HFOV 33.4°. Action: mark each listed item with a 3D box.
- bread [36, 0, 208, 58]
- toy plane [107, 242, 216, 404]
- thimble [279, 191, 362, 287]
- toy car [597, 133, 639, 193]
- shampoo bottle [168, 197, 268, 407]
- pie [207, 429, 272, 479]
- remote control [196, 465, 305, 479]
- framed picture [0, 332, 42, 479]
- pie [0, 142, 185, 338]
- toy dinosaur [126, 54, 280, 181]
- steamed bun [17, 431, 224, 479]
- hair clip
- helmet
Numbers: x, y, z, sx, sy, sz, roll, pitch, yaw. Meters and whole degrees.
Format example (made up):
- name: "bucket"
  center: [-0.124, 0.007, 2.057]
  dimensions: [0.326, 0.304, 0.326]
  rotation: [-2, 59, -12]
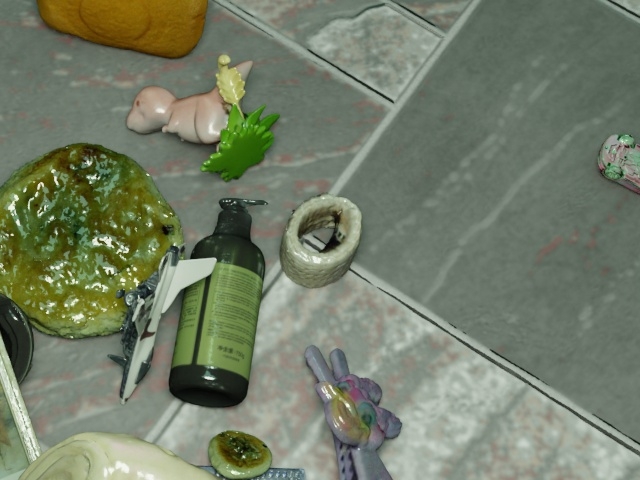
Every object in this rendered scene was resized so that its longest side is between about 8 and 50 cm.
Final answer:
- name: "bread"
  center: [-0.281, -0.358, 1.529]
  dimensions: [0.246, 0.174, 0.121]
  rotation: [15, 59, -9]
- name: "toy plane"
  center: [-0.219, 0.095, 1.325]
  dimensions: [0.082, 0.160, 0.234]
  rotation: [35, 105, 1]
- name: "thimble"
  center: [0.000, 0.000, 1.443]
  dimensions: [0.102, 0.090, 0.115]
  rotation: [23, 65, 3]
- name: "toy car"
  center: [0.472, -0.103, 1.581]
  dimensions: [0.142, 0.055, 0.069]
  rotation: [27, 72, -6]
- name: "shampoo bottle"
  center: [-0.127, 0.070, 1.385]
  dimensions: [0.101, 0.101, 0.283]
  rotation: [8, 63, -4]
- name: "pie"
  center: [-0.100, 0.264, 1.325]
  dimensions: [0.084, 0.021, 0.084]
  rotation: [8, 31, -5]
- name: "remote control"
  center: [-0.095, 0.301, 1.322]
  dimensions: [0.153, 0.027, 0.043]
  rotation: [5, 58, -8]
- name: "framed picture"
  center: [-0.468, 0.235, 1.237]
  dimensions: [0.274, 0.017, 0.217]
  rotation: [-24, 81, 1]
- name: "pie"
  center: [-0.317, 0.002, 1.404]
  dimensions: [0.277, 0.078, 0.277]
  rotation: [3, 66, -6]
- name: "toy dinosaur"
  center: [-0.157, -0.177, 1.498]
  dimensions: [0.194, 0.152, 0.177]
  rotation: [-44, 73, 19]
- name: "steamed bun"
  center: [-0.202, 0.394, 1.149]
  dimensions: [0.352, 0.247, 0.339]
  rotation: [31, 81, -11]
- name: "hair clip"
  center: [0.053, 0.258, 1.332]
  dimensions: [0.137, 0.090, 0.278]
  rotation: [10, 61, -42]
- name: "helmet"
  center: [-0.429, 0.127, 1.310]
  dimensions: [0.177, 0.107, 0.153]
  rotation: [22, 88, 8]
